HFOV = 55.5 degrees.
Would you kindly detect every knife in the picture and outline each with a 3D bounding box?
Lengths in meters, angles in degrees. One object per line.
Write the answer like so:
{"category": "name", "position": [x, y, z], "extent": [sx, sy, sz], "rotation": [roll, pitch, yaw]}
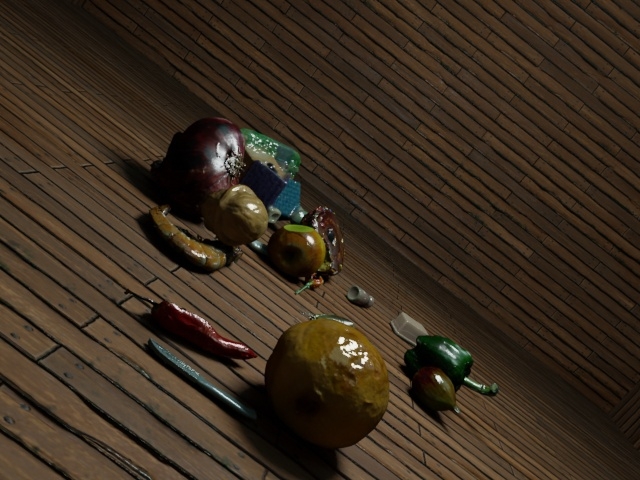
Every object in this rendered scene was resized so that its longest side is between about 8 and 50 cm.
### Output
{"category": "knife", "position": [-0.188, 0.221, 0.957], "extent": [0.210, 0.015, 0.028], "rotation": [36, 18, -5]}
{"category": "knife", "position": [-0.130, 0.040, 1.822], "extent": [0.222, 0.031, 0.064], "rotation": [27, 12, -45]}

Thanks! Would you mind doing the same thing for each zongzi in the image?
{"category": "zongzi", "position": [-0.006, 0.209, 1.544], "extent": [0.154, 0.062, 0.130], "rotation": [15, -1, -25]}

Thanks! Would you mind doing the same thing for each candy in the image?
{"category": "candy", "position": [-0.040, 0.130, 1.747], "extent": [0.055, 0.049, 0.184], "rotation": [9, 13, 16]}

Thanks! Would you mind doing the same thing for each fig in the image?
{"category": "fig", "position": [0.307, 0.397, 1.582], "extent": [0.109, 0.103, 0.154], "rotation": [-10, 36, -45]}

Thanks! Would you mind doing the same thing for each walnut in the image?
{"category": "walnut", "position": [-0.198, -0.059, 1.444], "extent": [0.166, 0.149, 0.166], "rotation": [19, -11, 4]}

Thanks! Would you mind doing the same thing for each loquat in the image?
{"category": "loquat", "position": [0.014, 0.242, 1.049], "extent": [0.238, 0.193, 0.238], "rotation": [30, 9, -5]}

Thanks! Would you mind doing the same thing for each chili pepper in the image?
{"category": "chili pepper", "position": [0.366, 0.374, 1.708], "extent": [0.261, 0.165, 0.174], "rotation": [39, -7, 23]}
{"category": "chili pepper", "position": [-0.220, 0.155, 1.054], "extent": [0.268, 0.059, 0.051], "rotation": [36, 49, -24]}

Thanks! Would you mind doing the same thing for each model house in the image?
{"category": "model house", "position": [-0.166, -0.169, 2.012], "extent": [0.312, 0.245, 0.280], "rotation": [19, 28, -48]}

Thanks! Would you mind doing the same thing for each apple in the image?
{"category": "apple", "position": [-0.066, 0.030, 1.762], "extent": [0.163, 0.147, 0.147], "rotation": [7, 18, 12]}

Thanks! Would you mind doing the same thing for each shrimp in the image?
{"category": "shrimp", "position": [-0.296, -0.009, 1.445], "extent": [0.222, 0.054, 0.290], "rotation": [39, 11, 14]}

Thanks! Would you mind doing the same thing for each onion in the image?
{"category": "onion", "position": [-0.309, -0.201, 1.623], "extent": [0.281, 0.281, 0.221], "rotation": [44, 9, 29]}

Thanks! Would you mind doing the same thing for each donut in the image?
{"category": "donut", "position": [0.001, 0.001, 1.995], "extent": [0.230, 0.095, 0.216], "rotation": [61, 27, -32]}

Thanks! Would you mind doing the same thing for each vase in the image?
{"category": "vase", "position": [0.135, 0.188, 2.007], "extent": [0.100, 0.053, 0.053], "rotation": [32, 12, -47]}

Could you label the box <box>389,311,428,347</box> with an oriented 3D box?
{"category": "box", "position": [0.302, 0.301, 2.049], "extent": [0.122, 0.062, 0.089], "rotation": [33, 12, -18]}
